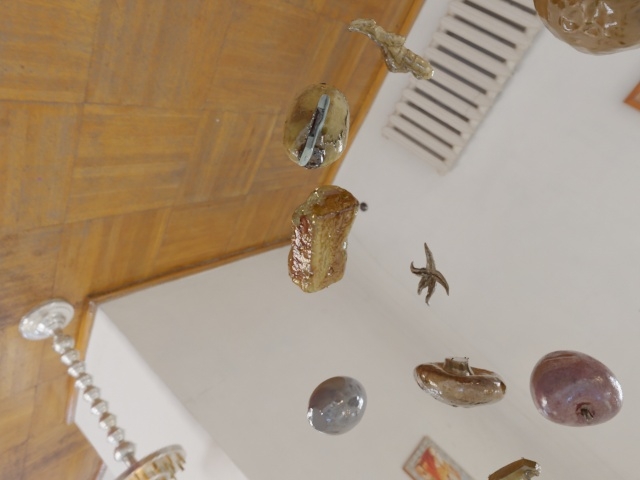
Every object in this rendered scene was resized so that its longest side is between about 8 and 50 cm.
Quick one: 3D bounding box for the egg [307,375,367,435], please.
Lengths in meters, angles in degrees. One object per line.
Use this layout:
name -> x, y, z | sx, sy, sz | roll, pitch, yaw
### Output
egg -> 0.060, 0.537, 1.466 | 0.232, 0.176, 0.176 | -21, 144, -54

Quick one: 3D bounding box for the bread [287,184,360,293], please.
bread -> -0.001, -0.004, 1.331 | 0.195, 0.149, 0.343 | -22, 139, -33

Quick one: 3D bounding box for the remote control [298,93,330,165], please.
remote control -> -0.011, -0.237, 0.949 | 0.065, 0.029, 0.166 | 125, -18, -58

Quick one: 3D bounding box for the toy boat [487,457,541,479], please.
toy boat -> 0.626, 0.771, 1.441 | 0.064, 0.072, 0.206 | -36, 166, -53

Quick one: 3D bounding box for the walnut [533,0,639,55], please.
walnut -> 0.473, -0.448, 0.595 | 0.354, 0.307, 0.397 | -14, 155, 3

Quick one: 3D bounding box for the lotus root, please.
lotus root -> -0.010, -0.276, 1.099 | 0.146, 0.160, 0.284 | 74, 17, -45

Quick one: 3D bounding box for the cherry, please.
cherry -> 0.814, 0.471, 1.440 | 0.262, 0.221, 0.307 | -12, -169, 13

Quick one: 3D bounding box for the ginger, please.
ginger -> 0.241, -0.653, 1.520 | 0.334, 0.148, 0.081 | 32, 85, -27

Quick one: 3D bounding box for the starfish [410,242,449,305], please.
starfish -> 0.413, 0.128, 1.676 | 0.057, 0.213, 0.237 | 0, 98, -31

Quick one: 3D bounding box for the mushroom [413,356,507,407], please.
mushroom -> 0.422, 0.428, 1.356 | 0.278, 0.279, 0.145 | 23, 71, -68
